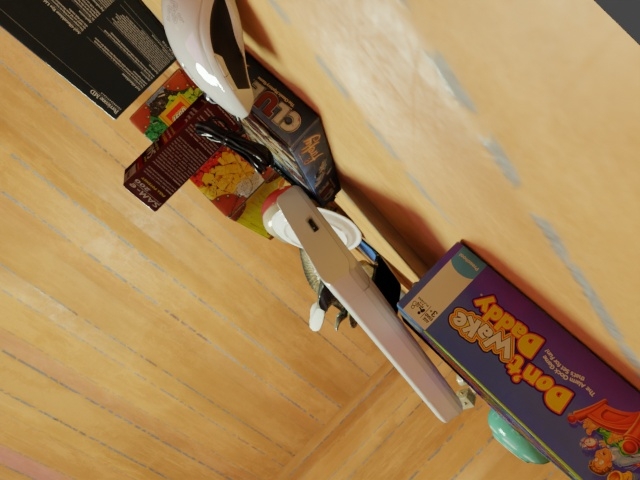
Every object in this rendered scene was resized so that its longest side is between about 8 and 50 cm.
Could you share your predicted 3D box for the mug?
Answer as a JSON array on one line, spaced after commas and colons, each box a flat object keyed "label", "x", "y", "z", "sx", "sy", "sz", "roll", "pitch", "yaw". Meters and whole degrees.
[{"label": "mug", "x": 0.395, "y": 0.362, "z": 0.807, "sx": 0.129, "sy": 0.097, "sz": 0.158, "roll": 35, "pitch": 179, "yaw": 23}]

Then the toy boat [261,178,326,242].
[{"label": "toy boat", "x": -0.066, "y": -0.089, "z": 1.026, "sx": 0.231, "sy": 0.151, "sz": 0.151, "roll": 49, "pitch": -155, "yaw": -77}]

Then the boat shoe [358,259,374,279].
[{"label": "boat shoe", "x": 0.178, "y": 0.155, "z": 1.472, "sx": 0.098, "sy": 0.109, "sz": 0.302, "roll": 55, "pitch": 177, "yaw": 27}]

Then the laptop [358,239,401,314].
[{"label": "laptop", "x": 0.112, "y": 0.107, "z": 1.047, "sx": 0.136, "sy": 0.264, "sz": 0.234, "roll": 2, "pitch": 158, "yaw": 26}]

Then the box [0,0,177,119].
[{"label": "box", "x": -0.396, "y": -0.367, "z": 0.694, "sx": 0.103, "sy": 0.184, "sz": 0.261, "roll": 43, "pitch": 178, "yaw": 38}]

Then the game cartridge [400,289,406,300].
[{"label": "game cartridge", "x": 0.315, "y": 0.251, "z": 1.357, "sx": 0.294, "sy": 0.060, "sz": 0.196, "roll": 45, "pitch": -177, "yaw": -25}]

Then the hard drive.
[{"label": "hard drive", "x": 0.075, "y": 0.096, "z": 0.613, "sx": 0.353, "sy": 0.047, "sz": 0.233, "roll": 53, "pitch": -179, "yaw": -35}]

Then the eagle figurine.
[{"label": "eagle figurine", "x": 0.034, "y": 0.102, "z": 1.180, "sx": 0.226, "sy": 0.225, "sz": 0.298, "roll": -9, "pitch": 125, "yaw": 37}]

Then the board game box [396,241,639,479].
[{"label": "board game box", "x": 0.203, "y": 0.141, "z": 0.474, "sx": 0.233, "sy": 0.078, "sz": 0.347, "roll": 44, "pitch": 179, "yaw": 18}]

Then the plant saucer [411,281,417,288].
[{"label": "plant saucer", "x": 0.274, "y": 0.189, "z": 0.802, "sx": 0.278, "sy": 0.041, "sz": 0.278, "roll": 44, "pitch": 178, "yaw": 2}]

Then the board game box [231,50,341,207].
[{"label": "board game box", "x": -0.055, "y": -0.135, "z": 0.516, "sx": 0.165, "sy": 0.042, "sz": 0.243, "roll": 44, "pitch": 179, "yaw": 12}]

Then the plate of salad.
[{"label": "plate of salad", "x": -0.008, "y": -0.027, "z": 0.906, "sx": 0.199, "sy": 0.048, "sz": 0.200, "roll": 10, "pitch": 152, "yaw": 5}]

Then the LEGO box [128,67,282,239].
[{"label": "LEGO box", "x": -0.264, "y": -0.216, "z": 1.251, "sx": 0.372, "sy": 0.193, "sz": 0.500, "roll": 44, "pitch": 179, "yaw": 8}]

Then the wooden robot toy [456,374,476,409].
[{"label": "wooden robot toy", "x": 0.349, "y": 0.288, "z": 0.887, "sx": 0.173, "sy": 0.079, "sz": 0.076, "roll": -16, "pitch": -106, "yaw": -48}]

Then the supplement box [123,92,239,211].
[{"label": "supplement box", "x": -0.241, "y": -0.173, "z": 0.744, "sx": 0.073, "sy": 0.239, "sz": 0.130, "roll": 45, "pitch": 178, "yaw": -31}]

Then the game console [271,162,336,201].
[{"label": "game console", "x": -0.031, "y": -0.129, "z": 0.717, "sx": 0.107, "sy": 0.071, "sz": 0.122, "roll": 0, "pitch": -144, "yaw": -46}]

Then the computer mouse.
[{"label": "computer mouse", "x": -0.094, "y": -0.138, "z": 0.354, "sx": 0.106, "sy": 0.042, "sz": 0.193, "roll": 40, "pitch": 158, "yaw": 24}]
